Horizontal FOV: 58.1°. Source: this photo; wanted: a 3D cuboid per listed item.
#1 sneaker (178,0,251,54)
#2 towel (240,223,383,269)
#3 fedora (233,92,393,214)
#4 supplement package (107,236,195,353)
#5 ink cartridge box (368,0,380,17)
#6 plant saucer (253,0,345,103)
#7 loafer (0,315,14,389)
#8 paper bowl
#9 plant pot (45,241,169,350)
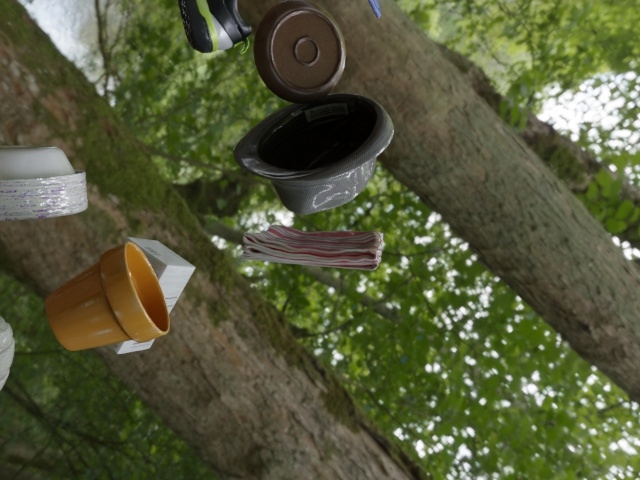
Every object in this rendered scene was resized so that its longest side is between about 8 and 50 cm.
[{"bbox_3d":[-0.143,-0.360,0.745,0.097,0.234,0.084,-15,-161,-16],"label":"sneaker"},{"bbox_3d":[0.000,0.000,0.662,0.197,0.144,0.029,-43,138,-79],"label":"towel"},{"bbox_3d":[-0.001,-0.134,0.968,0.244,0.124,0.275,17,-131,30],"label":"fedora"},{"bbox_3d":[-0.442,0.133,1.399,0.244,0.139,0.134,-60,163,5],"label":"supplement package"},{"bbox_3d":[0.067,-0.420,0.596,0.065,0.186,0.311,2,-105,22],"label":"ink cartridge box"},{"bbox_3d":[-0.028,-0.314,0.958,0.168,0.168,0.029,-48,-154,-10],"label":"plant saucer"},{"bbox_3d":[-0.361,0.096,0.354,0.319,0.111,0.112,-7,118,-62],"label":"loafer"},{"bbox_3d":[-0.675,-0.135,1.284,0.284,0.284,0.148,-90,-179,-77],"label":"paper bowl"},{"bbox_3d":[-0.438,0.131,1.174,0.188,0.205,0.205,-22,-167,-3],"label":"plant pot"}]
